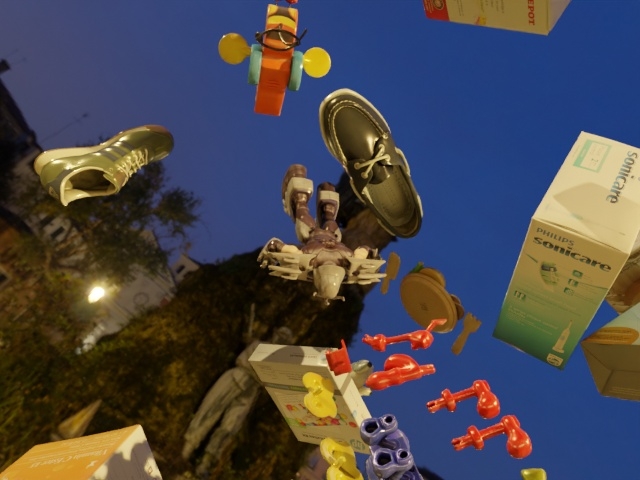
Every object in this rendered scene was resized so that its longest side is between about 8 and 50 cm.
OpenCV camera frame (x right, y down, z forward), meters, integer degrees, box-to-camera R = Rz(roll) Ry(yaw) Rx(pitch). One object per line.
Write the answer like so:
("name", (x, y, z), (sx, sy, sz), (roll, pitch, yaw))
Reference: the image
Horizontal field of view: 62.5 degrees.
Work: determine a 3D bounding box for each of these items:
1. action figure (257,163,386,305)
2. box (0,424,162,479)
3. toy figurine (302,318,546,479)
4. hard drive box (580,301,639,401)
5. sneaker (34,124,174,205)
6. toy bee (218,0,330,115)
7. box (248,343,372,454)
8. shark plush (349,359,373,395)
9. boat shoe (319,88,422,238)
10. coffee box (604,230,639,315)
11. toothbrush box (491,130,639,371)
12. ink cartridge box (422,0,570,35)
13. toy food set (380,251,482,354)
("action figure", (0.000, 0.000, 0.805), (0.185, 0.285, 0.099), (14, -56, -17))
("box", (-0.388, 0.426, 0.702), (0.215, 0.345, 0.168), (-15, -81, 14))
("toy figurine", (0.123, 0.285, 0.552), (0.362, 0.191, 0.217), (-117, -171, -55))
("hard drive box", (0.524, 0.137, 0.740), (0.181, 0.232, 0.089), (-18, -86, 65))
("sneaker", (-0.288, -0.099, 0.739), (0.086, 0.192, 0.064), (52, -30, 31))
("toy bee", (-0.066, -0.352, 0.952), (0.195, 0.162, 0.298), (12, -14, -30))
("box", (-0.007, 0.236, 0.786), (0.145, 0.038, 0.186), (-4, -56, 35))
("shark plush", (0.034, 0.277, 1.028), (0.067, 0.161, 0.073), (-139, -149, -61))
("boat shoe", (0.101, -0.125, 0.919), (0.302, 0.114, 0.091), (48, 11, -36))
("coffee box", (0.634, 0.107, 0.968), (0.246, 0.098, 0.141), (47, -56, 4))
("toothbrush box", (0.386, 0.023, 0.810), (0.126, 0.216, 0.296), (26, -34, 24))
("ink cartridge box", (0.209, -0.334, 0.641), (0.175, 0.072, 0.127), (26, -19, 34))
("toy food set", (0.195, 0.104, 0.929), (0.192, 0.038, 0.132), (41, -35, 25))
